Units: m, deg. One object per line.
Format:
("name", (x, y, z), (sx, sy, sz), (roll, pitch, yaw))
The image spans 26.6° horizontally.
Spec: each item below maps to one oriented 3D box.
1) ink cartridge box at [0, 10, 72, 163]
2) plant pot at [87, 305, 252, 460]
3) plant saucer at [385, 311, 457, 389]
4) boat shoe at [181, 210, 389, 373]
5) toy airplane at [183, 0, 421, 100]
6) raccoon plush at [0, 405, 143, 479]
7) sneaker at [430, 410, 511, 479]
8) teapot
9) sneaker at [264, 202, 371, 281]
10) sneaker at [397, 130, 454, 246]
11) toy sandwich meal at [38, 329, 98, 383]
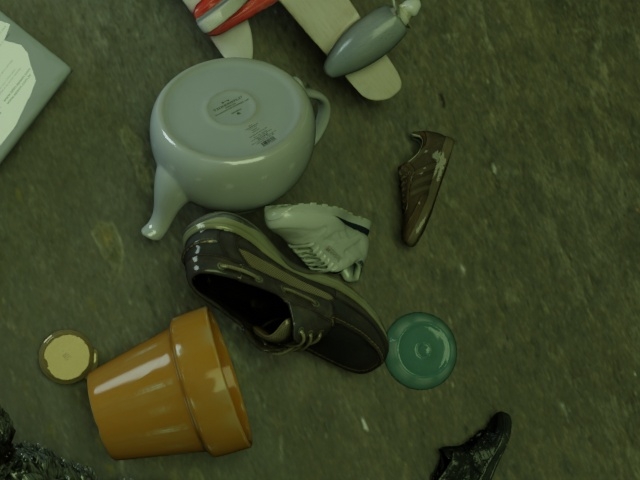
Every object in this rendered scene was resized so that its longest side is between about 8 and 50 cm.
("ink cartridge box", (-0.573, -0.215, 1.884), (0.330, 0.071, 0.324), (39, 74, -14))
("plant pot", (-0.213, 0.216, 1.872), (0.188, 0.205, 0.205), (-18, 85, -1))
("plant saucer", (0.154, 0.167, 2.054), (0.119, 0.021, 0.119), (2, 81, -14))
("boat shoe", (-0.057, 0.104, 1.917), (0.355, 0.132, 0.130), (33, 42, -20))
("toy airplane", (-0.030, -0.418, 1.961), (0.386, 0.272, 0.384), (8, 88, -24))
("raccoon plush", (-0.300, 0.335, 1.724), (0.299, 0.446, 0.216), (-9, 58, -14))
("sneaker", (0.219, 0.324, 2.028), (0.089, 0.051, 0.170), (26, 79, -14))
("teapot", (-0.121, -0.130, 1.955), (0.256, 0.187, 0.252), (3, 51, 3))
("sneaker", (0.000, 0.000, 1.957), (0.235, 0.090, 0.095), (16, 80, -53))
("sneaker", (0.146, -0.081, 2.082), (0.071, 0.066, 0.188), (19, 71, 6))
("toy sandwich meal", (-0.357, 0.166, 1.920), (0.085, 0.029, 0.085), (2, 81, -9))
